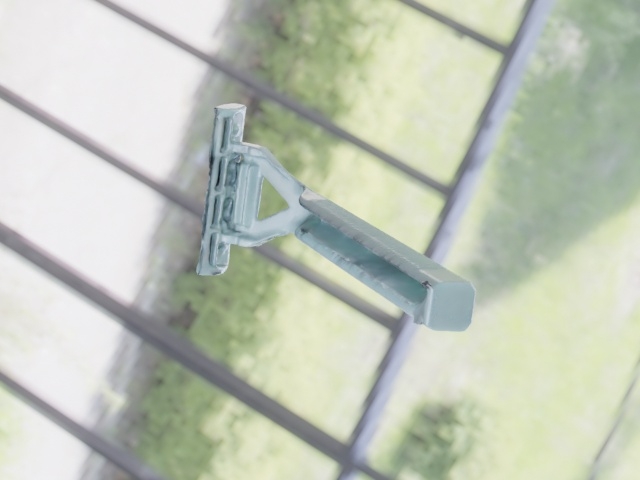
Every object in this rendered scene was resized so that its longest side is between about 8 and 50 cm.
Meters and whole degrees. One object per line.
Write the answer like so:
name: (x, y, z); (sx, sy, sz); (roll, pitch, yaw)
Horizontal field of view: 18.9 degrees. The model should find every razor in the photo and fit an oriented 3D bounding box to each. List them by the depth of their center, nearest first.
razor: (0.010, 0.000, 1.144); (0.056, 0.278, 0.111); (-1, 106, -32)
